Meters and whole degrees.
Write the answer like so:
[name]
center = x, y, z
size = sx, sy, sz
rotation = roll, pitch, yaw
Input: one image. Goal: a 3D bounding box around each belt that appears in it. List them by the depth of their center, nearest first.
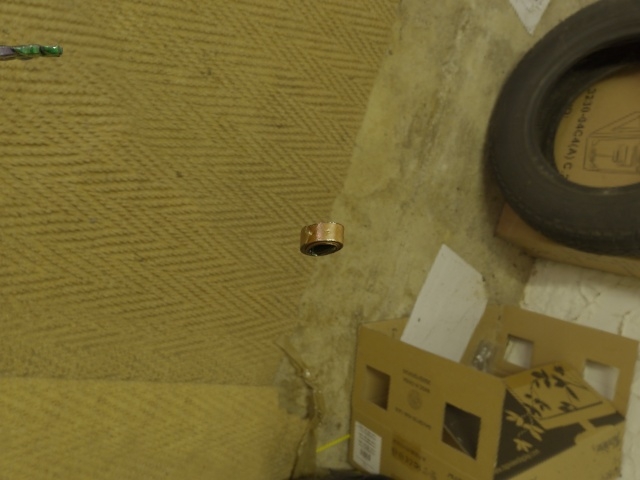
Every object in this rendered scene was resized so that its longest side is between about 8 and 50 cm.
[belt]
center = 0.000, 0.000, 0.733
size = 0.059, 0.083, 0.036
rotation = 13, 68, -30

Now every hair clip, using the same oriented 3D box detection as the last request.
[hair clip]
center = -0.561, -0.347, 0.883
size = 0.196, 0.124, 0.052
rotation = -1, 112, -3
